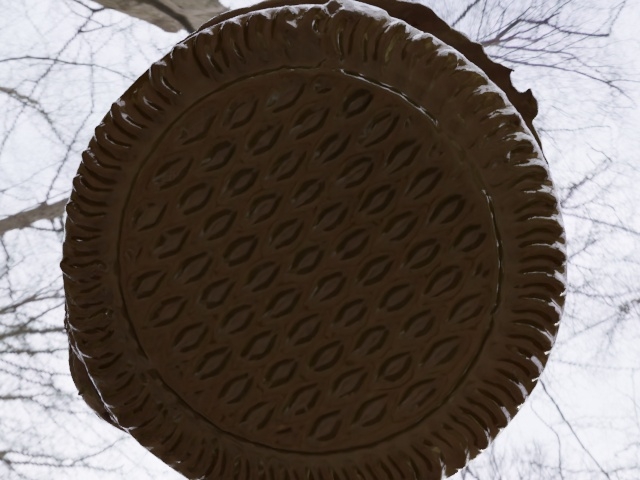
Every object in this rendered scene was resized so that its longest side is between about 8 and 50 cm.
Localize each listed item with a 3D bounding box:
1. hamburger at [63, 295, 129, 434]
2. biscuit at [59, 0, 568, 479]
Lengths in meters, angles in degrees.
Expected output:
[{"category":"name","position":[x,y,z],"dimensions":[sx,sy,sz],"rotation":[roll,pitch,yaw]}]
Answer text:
[{"category":"hamburger","position":[-0.079,0.054,0.664],"dimensions":[0.285,0.146,0.243],"rotation":[-17,-116,-12]},{"category":"biscuit","position":[0.000,0.000,0.381],"dimensions":[0.259,0.079,0.259],"rotation":[0,-91,3]}]
